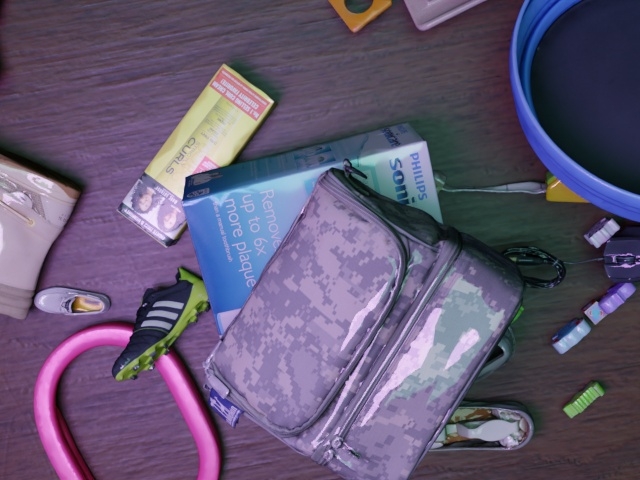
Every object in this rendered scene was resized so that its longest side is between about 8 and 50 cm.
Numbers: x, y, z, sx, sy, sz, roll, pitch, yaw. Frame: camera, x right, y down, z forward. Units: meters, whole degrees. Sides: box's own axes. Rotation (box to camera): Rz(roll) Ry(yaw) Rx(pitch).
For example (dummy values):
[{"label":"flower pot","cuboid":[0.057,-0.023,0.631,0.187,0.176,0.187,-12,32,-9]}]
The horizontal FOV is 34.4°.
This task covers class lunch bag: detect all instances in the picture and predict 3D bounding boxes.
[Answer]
[{"label":"lunch bag","cuboid":[0.042,0.097,1.136,0.256,0.212,0.305,32,102,3]}]

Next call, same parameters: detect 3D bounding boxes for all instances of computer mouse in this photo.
[{"label":"computer mouse","cuboid":[0.343,0.024,1.280,0.242,0.041,0.071,-6,98,3]}]

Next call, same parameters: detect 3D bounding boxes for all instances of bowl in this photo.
[{"label":"bowl","cuboid":[0.415,-0.191,1.214,0.391,0.077,0.391,-1,64,2]}]

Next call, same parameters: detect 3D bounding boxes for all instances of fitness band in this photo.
[{"label":"fitness band","cuboid":[-0.252,0.249,1.356,0.209,0.054,0.291,-26,94,3]}]

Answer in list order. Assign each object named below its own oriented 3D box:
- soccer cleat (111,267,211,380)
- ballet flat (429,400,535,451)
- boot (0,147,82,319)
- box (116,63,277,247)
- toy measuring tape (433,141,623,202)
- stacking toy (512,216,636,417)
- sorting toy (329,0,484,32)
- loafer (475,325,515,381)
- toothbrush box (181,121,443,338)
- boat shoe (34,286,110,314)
[{"label":"soccer cleat","cuboid":[-0.212,0.107,1.312,0.072,0.060,0.179,36,54,10]},{"label":"ballet flat","cuboid":[0.172,0.240,1.338,0.213,0.068,0.072,-3,94,2]},{"label":"boot","cuboid":[-0.462,-0.028,1.322,0.262,0.095,0.204,23,96,-5]},{"label":"box","cuboid":[-0.156,-0.108,1.324,0.087,0.058,0.232,38,94,-2]},{"label":"toy measuring tape","cuboid":[0.300,-0.110,1.292,0.330,0.121,0.121,2,94,10]},{"label":"stacking toy","cuboid":[0.352,0.099,1.332,0.221,0.052,0.167,-43,92,4]},{"label":"sorting toy","cuboid":[0.168,-0.376,1.289,0.347,0.047,0.196,-25,77,10]},{"label":"loafer","cuboid":[0.085,0.153,1.302,0.319,0.111,0.112,-17,98,11]},{"label":"toothbrush box","cuboid":[0.000,0.000,1.266,0.295,0.126,0.216,-13,109,-2]},{"label":"boat shoe","cuboid":[-0.328,0.082,1.353,0.100,0.035,0.035,7,95,0]}]
